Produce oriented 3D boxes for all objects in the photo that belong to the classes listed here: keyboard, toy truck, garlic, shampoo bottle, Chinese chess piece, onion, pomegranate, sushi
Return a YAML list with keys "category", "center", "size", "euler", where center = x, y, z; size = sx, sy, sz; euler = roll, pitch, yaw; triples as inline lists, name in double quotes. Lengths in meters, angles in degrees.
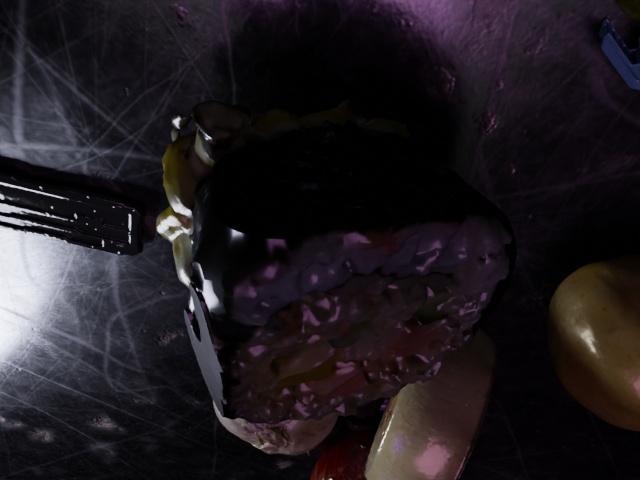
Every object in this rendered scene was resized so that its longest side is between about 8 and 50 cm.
- category: "keyboard"
  center: [-0.367, -0.041, 0.694]
  size: [0.262, 0.016, 0.106]
  euler: [14, 132, -8]
- category: "toy truck"
  center: [0.312, -0.183, 0.497]
  size: [0.089, 0.056, 0.073]
  euler: [8, 140, 14]
- category: "garlic"
  center: [-0.070, 0.271, 0.871]
  size: [0.227, 0.152, 0.228]
  euler: [-1, 135, -1]
- category: "shampoo bottle"
  center: [0.088, 0.240, 0.877]
  size: [0.068, 0.067, 0.237]
  euler: [21, 127, 8]
- category: "Chinese chess piece"
  center: [0.157, 0.238, 0.745]
  size: [0.112, 0.270, 0.270]
  euler: [21, 134, 11]
- category: "onion"
  center: [0.114, 0.485, 0.989]
  size: [0.275, 0.276, 0.276]
  euler: [2, 133, 2]
- category: "pomegranate"
  center: [0.408, 0.125, 0.669]
  size: [0.232, 0.233, 0.233]
  euler: [2, 133, 2]
- category: "sushi"
  center: [0.000, 0.000, 0.553]
  size: [0.328, 0.285, 0.328]
  euler: [-13, 140, -14]

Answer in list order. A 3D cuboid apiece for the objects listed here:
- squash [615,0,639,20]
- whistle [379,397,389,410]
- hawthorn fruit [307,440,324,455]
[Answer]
- category: "squash"
  center: [0.290, -0.275, 0.401]
  size: [0.066, 0.066, 0.201]
  euler: [7, 130, -2]
- category: "whistle"
  center: [0.106, 0.298, 0.964]
  size: [0.176, 0.033, 0.033]
  euler: [4, 133, 0]
- category: "hawthorn fruit"
  center: [-0.028, 0.361, 0.993]
  size: [0.092, 0.093, 0.093]
  euler: [2, 133, 2]
